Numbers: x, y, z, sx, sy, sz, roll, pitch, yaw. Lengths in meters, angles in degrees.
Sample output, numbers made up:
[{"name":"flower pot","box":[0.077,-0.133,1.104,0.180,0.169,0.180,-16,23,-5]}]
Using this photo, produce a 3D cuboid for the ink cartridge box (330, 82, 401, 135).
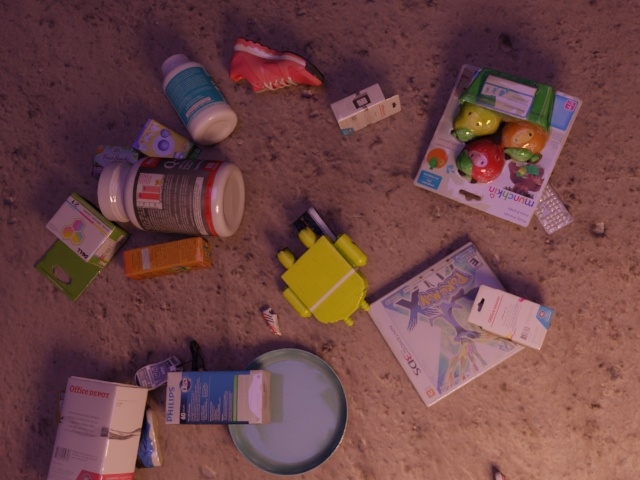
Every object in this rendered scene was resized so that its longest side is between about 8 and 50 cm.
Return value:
[{"name":"ink cartridge box","box":[0.127,-0.369,1.829,0.180,0.104,0.060,-24,72,4]}]

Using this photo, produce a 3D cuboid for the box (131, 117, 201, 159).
[{"name":"box","box":[-0.450,-0.271,1.936,0.179,0.043,0.105,29,83,-1]}]

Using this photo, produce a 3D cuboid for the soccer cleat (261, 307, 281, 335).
[{"name":"soccer cleat","box":[-0.126,0.218,1.771,0.036,0.029,0.083,-41,68,4]}]

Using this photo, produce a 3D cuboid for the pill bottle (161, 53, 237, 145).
[{"name":"pill bottle","box":[-0.364,-0.417,1.916,0.146,0.146,0.264,-34,73,1]}]

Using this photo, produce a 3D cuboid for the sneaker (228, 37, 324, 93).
[{"name":"sneaker","box":[-0.133,-0.482,1.921,0.314,0.116,0.136,23,92,23]}]

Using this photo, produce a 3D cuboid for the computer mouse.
[{"name":"computer mouse","box":[-0.411,0.351,1.789,0.193,0.042,0.106,-20,78,0]}]

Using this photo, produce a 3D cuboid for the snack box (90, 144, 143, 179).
[{"name":"snack box","box":[-0.609,-0.231,1.975,0.141,0.037,0.100,5,76,12]}]

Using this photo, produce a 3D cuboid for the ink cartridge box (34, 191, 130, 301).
[{"name":"ink cartridge box","box":[-0.711,0.021,1.901,0.189,0.097,0.255,36,84,17]}]

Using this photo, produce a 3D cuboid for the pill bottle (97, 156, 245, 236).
[{"name":"pill bottle","box":[-0.409,-0.124,1.818,0.363,0.210,0.210,5,77,12]}]

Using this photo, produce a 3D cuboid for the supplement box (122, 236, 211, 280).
[{"name":"supplement box","box":[-0.429,0.052,1.848,0.234,0.078,0.080,-13,74,9]}]

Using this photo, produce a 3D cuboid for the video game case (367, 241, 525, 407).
[{"name":"video game case","box":[0.330,0.210,1.678,0.329,0.036,0.300,-32,72,2]}]

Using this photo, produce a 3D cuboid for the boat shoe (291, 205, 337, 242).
[{"name":"boat shoe","box":[0.000,0.000,1.788,0.083,0.065,0.183,-40,70,8]}]

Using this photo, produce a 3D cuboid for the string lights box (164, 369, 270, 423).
[{"name":"string lights box","box":[-0.262,0.402,1.682,0.260,0.077,0.133,-3,74,13]}]

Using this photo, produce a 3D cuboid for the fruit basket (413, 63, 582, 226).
[{"name":"fruit basket","box":[0.448,-0.255,1.700,0.327,0.165,0.353,25,88,22]}]

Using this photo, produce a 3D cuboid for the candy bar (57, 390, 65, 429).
[{"name":"candy bar","box":[-0.710,0.497,1.822,0.040,0.018,0.161,-7,74,6]}]

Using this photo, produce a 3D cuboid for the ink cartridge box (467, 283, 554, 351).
[{"name":"ink cartridge box","box":[0.460,0.188,1.605,0.181,0.061,0.104,21,81,15]}]

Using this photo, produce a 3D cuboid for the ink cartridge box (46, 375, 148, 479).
[{"name":"ink cartridge box","box":[-0.577,0.507,1.710,0.207,0.117,0.282,-1,75,33]}]

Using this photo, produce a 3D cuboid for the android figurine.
[{"name":"android figurine","box":[0.013,0.101,1.724,0.273,0.056,0.248,46,106,9]}]

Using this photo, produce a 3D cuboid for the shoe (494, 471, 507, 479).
[{"name":"shoe","box":[0.463,0.626,1.535,0.081,0.063,0.177,-14,79,6]}]

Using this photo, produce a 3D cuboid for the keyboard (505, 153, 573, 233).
[{"name":"keyboard","box":[0.562,-0.139,1.731,0.072,0.014,0.256,-29,72,3]}]

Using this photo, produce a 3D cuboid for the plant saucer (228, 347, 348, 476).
[{"name":"plant saucer","box":[-0.083,0.440,1.699,0.318,0.043,0.317,-3,75,11]}]

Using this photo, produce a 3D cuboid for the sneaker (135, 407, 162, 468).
[{"name":"sneaker","box":[-0.473,0.528,1.746,0.085,0.058,0.152,-11,81,0]}]
